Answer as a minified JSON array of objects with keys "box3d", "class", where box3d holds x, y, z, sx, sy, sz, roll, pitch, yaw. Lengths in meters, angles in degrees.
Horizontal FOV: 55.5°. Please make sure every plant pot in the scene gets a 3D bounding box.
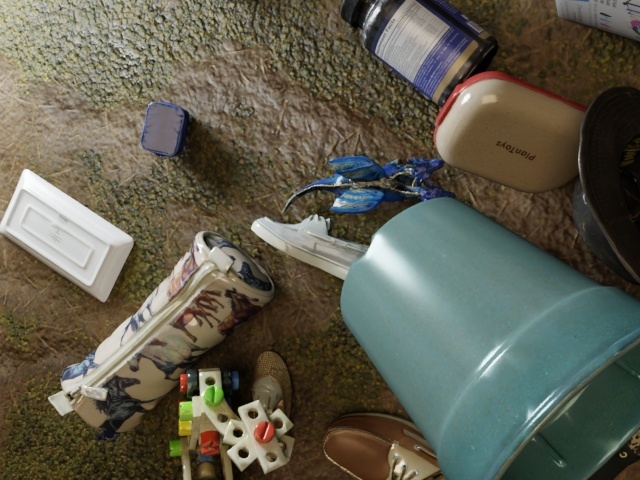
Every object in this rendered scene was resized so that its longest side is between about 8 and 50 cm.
[{"box3d":[0.217,0.133,0.793,0.341,0.341,0.334,-56,48,13],"class":"plant pot"}]

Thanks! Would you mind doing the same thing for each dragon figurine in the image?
[{"box3d":[0.061,-0.086,0.935,0.290,0.144,0.085,-1,95,15],"class":"dragon figurine"}]

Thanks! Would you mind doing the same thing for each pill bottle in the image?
[{"box3d":[0.142,-0.306,0.902,0.219,0.123,0.122,41,104,8],"class":"pill bottle"}]

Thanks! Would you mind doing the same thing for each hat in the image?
[{"box3d":[0.420,-0.028,0.786,0.331,0.331,0.134,55,148,4],"class":"hat"}]

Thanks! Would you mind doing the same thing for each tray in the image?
[{"box3d":[-0.491,-0.008,1.150,0.270,0.030,0.145,31,102,10],"class":"tray"}]

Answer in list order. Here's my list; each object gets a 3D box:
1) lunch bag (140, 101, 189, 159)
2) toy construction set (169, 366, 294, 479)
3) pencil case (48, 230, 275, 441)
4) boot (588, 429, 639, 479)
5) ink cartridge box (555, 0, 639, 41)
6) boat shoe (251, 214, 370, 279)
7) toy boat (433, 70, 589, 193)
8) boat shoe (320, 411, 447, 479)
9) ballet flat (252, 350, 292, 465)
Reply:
[{"box3d":[-0.266,-0.188,1.053,0.067,0.065,0.098,16,99,-3],"class":"lunch bag"},{"box3d":[-0.168,0.332,0.984,0.327,0.151,0.214,-52,39,43],"class":"toy construction set"},{"box3d":[-0.260,0.157,1.027,0.410,0.183,0.160,-44,84,14],"class":"pencil case"},{"box3d":[0.366,0.285,0.926,0.236,0.085,0.178,34,106,11],"class":"boot"},{"box3d":[0.445,-0.354,0.771,0.233,0.171,0.168,28,101,22],"class":"ink cartridge box"},{"box3d":[0.000,0.000,1.001,0.228,0.079,0.081,24,95,5],"class":"boat shoe"},{"box3d":[0.280,-0.171,0.876,0.231,0.151,0.151,19,136,-12],"class":"toy boat"},{"box3d":[0.156,0.374,0.970,0.324,0.120,0.122,16,99,13],"class":"boat shoe"},{"box3d":[-0.086,0.298,1.054,0.073,0.067,0.206,-4,95,13],"class":"ballet flat"}]
